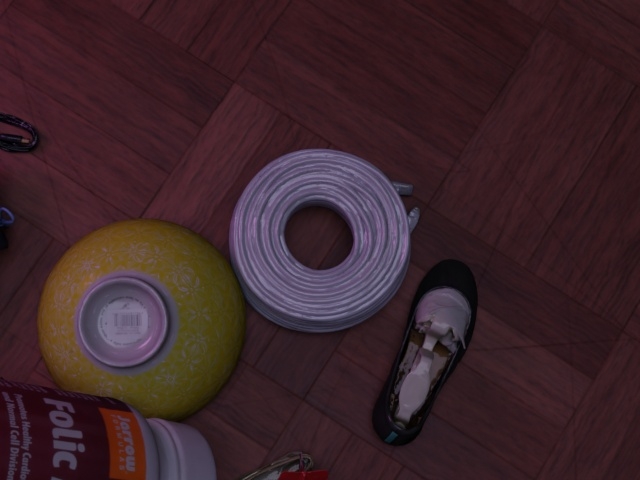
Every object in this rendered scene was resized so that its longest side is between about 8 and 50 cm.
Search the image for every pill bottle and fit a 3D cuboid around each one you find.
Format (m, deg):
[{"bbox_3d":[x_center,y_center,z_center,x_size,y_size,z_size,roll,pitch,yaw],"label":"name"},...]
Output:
[{"bbox_3d":[-0.336,0.287,1.487,0.392,0.224,0.224,16,76,-37],"label":"pill bottle"}]

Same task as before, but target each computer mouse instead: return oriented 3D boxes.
[{"bbox_3d":[-0.519,-0.153,1.739,0.242,0.041,0.071,1,78,-5],"label":"computer mouse"}]

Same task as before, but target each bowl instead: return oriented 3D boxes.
[{"bbox_3d":[-0.245,0.109,1.632,0.290,0.156,0.289,0,86,1],"label":"bowl"}]

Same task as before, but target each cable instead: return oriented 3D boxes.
[{"bbox_3d":[0.000,0.000,1.728,0.257,0.089,0.257,17,78,-2],"label":"cable"}]

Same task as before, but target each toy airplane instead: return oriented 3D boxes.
[{"bbox_3d":[-0.027,0.358,1.661,0.151,0.028,0.151,-5,107,-15],"label":"toy airplane"}]

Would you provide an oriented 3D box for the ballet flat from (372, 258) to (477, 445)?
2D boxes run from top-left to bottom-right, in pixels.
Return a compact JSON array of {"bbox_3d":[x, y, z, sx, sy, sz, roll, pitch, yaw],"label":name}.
[{"bbox_3d":[0.155,0.152,1.709,0.095,0.096,0.280,21,78,0],"label":"ballet flat"}]

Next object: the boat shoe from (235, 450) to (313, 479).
[{"bbox_3d":[-0.077,0.334,1.678,0.153,0.048,0.056,-28,83,-10],"label":"boat shoe"}]

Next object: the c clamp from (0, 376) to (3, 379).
[{"bbox_3d":[-0.421,0.249,1.682,0.137,0.022,0.160,-45,87,-6],"label":"c clamp"}]

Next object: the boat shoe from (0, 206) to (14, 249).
[{"bbox_3d":[-0.468,-0.001,1.696,0.089,0.109,0.258,12,95,-10],"label":"boat shoe"}]
